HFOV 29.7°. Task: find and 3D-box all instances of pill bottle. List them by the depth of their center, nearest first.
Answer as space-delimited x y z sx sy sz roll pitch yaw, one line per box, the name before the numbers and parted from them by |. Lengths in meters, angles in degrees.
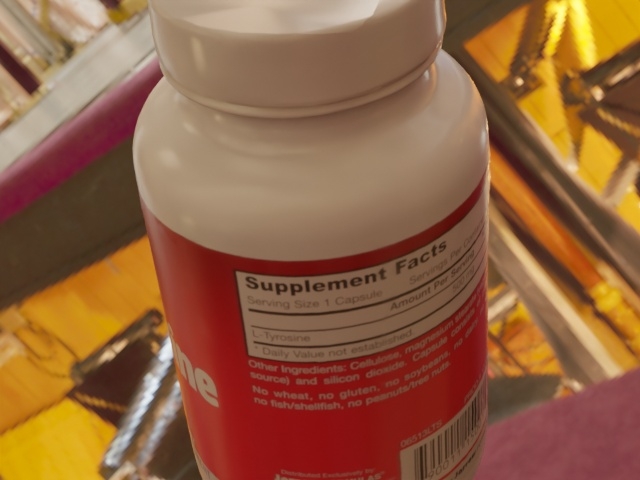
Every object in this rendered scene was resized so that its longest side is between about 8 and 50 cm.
pill bottle | 0.000 0.000 0.817 0.229 0.408 0.229 -4 38 3
